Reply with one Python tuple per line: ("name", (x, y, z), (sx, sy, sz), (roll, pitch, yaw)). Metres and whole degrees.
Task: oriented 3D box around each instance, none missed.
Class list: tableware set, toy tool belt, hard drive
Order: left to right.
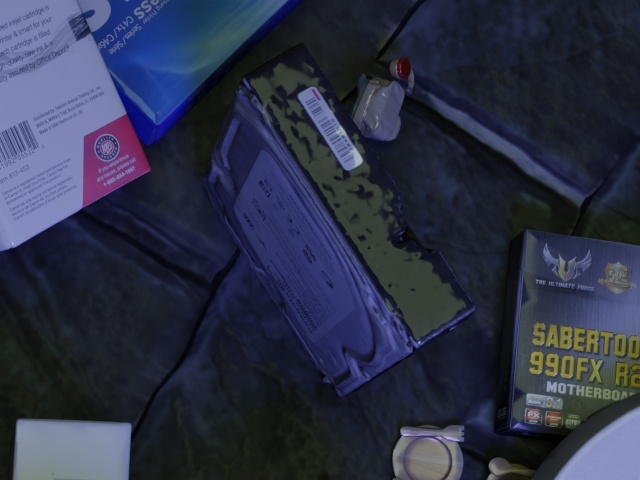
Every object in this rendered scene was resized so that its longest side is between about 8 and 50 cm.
("hard drive", (0.000, 0.000, 1.381), (0.064, 0.339, 0.237), (-32, 86, -13))
("toy tool belt", (0.047, -0.129, 1.566), (0.051, 0.052, 0.083), (4, 66, 36))
("tableware set", (0.119, 0.247, 1.513), (0.141, 0.020, 0.168), (18, 75, -6))

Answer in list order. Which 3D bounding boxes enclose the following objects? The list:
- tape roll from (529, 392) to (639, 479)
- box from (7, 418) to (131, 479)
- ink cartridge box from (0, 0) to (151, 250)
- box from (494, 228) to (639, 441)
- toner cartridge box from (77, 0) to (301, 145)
("tape roll", (0.345, 0.313, 1.477), (0.392, 0.072, 0.391), (0, 88, -8))
("box", (-0.206, 0.216, 1.383), (0.091, 0.170, 0.130), (3, 77, -11))
("ink cartridge box", (-0.270, -0.125, 1.417), (0.172, 0.100, 0.237), (-34, 105, -44))
("box", (0.280, 0.098, 1.555), (0.231, 0.056, 0.183), (9, 77, -8))
("toner cartridge box", (-0.089, -0.264, 1.558), (0.165, 0.075, 0.348), (44, 74, 0))
